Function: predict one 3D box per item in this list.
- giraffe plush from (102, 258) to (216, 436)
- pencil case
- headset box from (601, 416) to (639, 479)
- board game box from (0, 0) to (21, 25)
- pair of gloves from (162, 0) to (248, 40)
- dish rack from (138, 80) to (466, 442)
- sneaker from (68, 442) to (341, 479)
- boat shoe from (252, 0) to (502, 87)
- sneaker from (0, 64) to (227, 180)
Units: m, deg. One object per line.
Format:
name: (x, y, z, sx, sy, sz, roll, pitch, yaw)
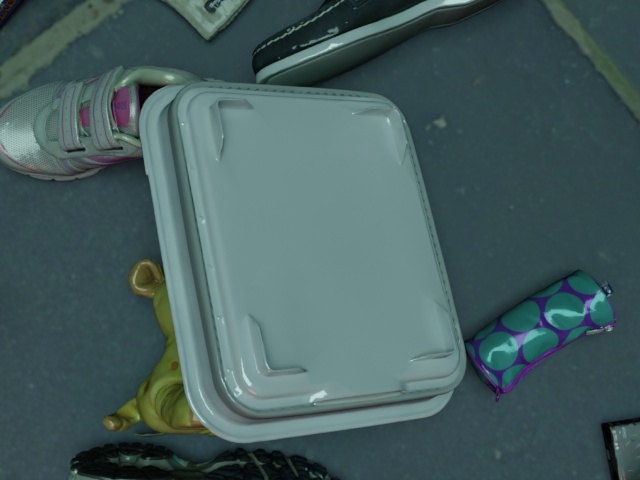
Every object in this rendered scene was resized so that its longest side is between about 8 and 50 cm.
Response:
giraffe plush: (-0.102, 0.098, 0.964, 0.210, 0.181, 0.170, -9, 73, 33)
pencil case: (0.217, 0.091, 0.998, 0.152, 0.064, 0.070, -32, 62, -2)
headset box: (0.329, 0.207, 1.008, 0.083, 0.032, 0.062, -9, 86, 0)
board game box: (-0.325, -0.321, 1.014, 0.136, 0.035, 0.201, 42, 98, 5)
pair of gloves: (-0.119, -0.353, 1.038, 0.204, 0.042, 0.240, 36, 91, -3)
dish rack: (0.000, 0.000, 0.907, 0.286, 0.072, 0.332, -1, 71, -33)
sneaker: (-0.101, 0.272, 0.976, 0.283, 0.110, 0.122, 7, 104, 2)
boat shoe: (0.060, -0.237, 1.003, 0.303, 0.114, 0.091, -24, 87, -14)
sneaker: (-0.203, -0.123, 0.984, 0.253, 0.111, 0.102, -11, 86, -1)
